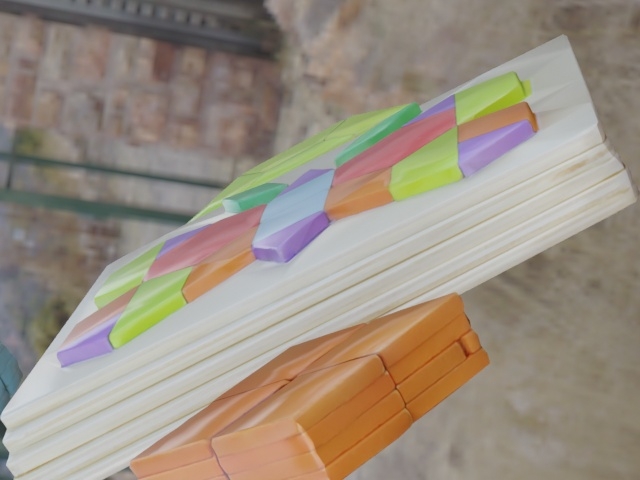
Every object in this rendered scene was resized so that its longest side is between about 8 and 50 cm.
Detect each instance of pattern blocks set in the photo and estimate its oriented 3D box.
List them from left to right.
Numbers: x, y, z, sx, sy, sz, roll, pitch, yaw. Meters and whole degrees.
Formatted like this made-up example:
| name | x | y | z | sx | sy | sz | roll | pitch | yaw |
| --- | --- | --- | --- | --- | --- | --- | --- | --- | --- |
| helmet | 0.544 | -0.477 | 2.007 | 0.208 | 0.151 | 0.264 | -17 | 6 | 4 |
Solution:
| name | x | y | z | sx | sy | sz | roll | pitch | yaw |
| --- | --- | --- | --- | --- | --- | --- | --- | --- | --- |
| pattern blocks set | 0.000 | 0.000 | 0.443 | 0.026 | 0.325 | 0.285 | 61 | 177 | -12 |
